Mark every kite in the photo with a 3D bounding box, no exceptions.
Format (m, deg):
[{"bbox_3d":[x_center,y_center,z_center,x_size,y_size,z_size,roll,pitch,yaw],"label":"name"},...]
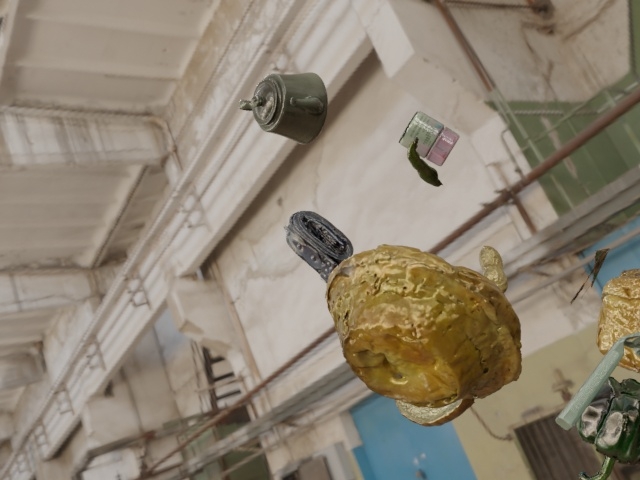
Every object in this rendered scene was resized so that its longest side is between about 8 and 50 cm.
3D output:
[{"bbox_3d":[0.853,0.106,2.183,0.244,0.006,0.198,-47,-36,-20],"label":"kite"}]

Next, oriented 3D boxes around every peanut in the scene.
[{"bbox_3d":[0.560,0.095,2.254,0.082,0.187,0.082,0,-41,0],"label":"peanut"}]

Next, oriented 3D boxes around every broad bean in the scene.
[{"bbox_3d":[0.323,-0.232,2.175,0.061,0.046,0.195,-35,-63,-4],"label":"broad bean"}]

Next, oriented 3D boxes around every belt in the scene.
[{"bbox_3d":[0.000,0.000,1.954,0.122,0.218,0.128,-35,-26,-35],"label":"belt"}]

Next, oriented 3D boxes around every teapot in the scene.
[{"bbox_3d":[-0.095,-0.302,1.545,0.149,0.162,0.239,-1,9,-37],"label":"teapot"}]

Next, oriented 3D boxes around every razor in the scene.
[{"bbox_3d":[0.525,0.244,1.274,0.278,0.056,0.111,-34,-23,-23],"label":"razor"}]

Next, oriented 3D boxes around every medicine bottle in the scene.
[{"bbox_3d":[0.365,-0.340,2.323,0.135,0.168,0.135,-57,-6,-9],"label":"medicine bottle"}]

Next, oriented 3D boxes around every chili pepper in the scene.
[{"bbox_3d":[0.686,0.453,1.607,0.165,0.261,0.174,4,12,-26],"label":"chili pepper"}]

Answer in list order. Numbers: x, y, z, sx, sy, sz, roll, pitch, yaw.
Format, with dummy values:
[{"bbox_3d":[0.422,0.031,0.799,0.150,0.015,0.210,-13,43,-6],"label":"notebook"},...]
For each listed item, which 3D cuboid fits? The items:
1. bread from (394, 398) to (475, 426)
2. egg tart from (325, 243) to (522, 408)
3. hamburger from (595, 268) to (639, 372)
[{"bbox_3d":[0.295,0.375,1.816,0.236,0.236,0.070,-33,-37,28],"label":"bread"},{"bbox_3d":[0.146,0.158,1.071,0.341,0.341,0.129,-45,11,48],"label":"egg tart"},{"bbox_3d":[0.901,0.222,1.913,0.145,0.259,0.283,-4,-70,-31],"label":"hamburger"}]
